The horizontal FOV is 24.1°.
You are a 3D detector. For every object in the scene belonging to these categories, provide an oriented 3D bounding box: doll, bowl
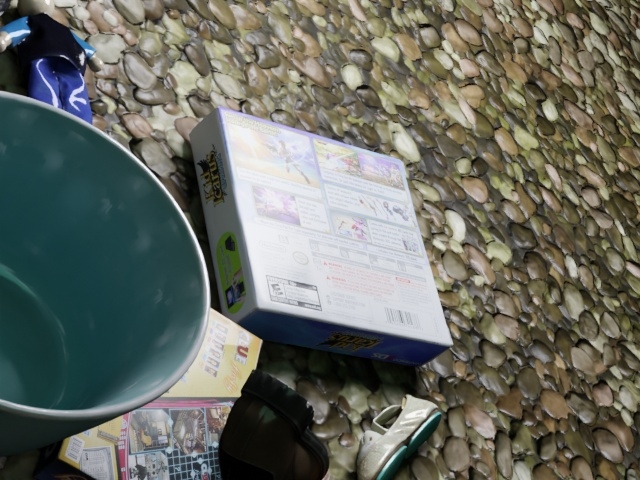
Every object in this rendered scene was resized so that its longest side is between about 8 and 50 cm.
[{"bbox_3d":[-0.270,-0.174,1.482,0.129,0.046,0.189,12,52,-40],"label":"doll"},{"bbox_3d":[-0.260,0.047,1.197,0.312,0.163,0.311,21,44,-21],"label":"bowl"}]

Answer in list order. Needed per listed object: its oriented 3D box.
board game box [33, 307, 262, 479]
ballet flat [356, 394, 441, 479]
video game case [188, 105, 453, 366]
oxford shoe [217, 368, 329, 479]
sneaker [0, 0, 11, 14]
[{"bbox_3d":[-0.147,0.147,1.345,0.165,0.042,0.243,34,40,-20],"label":"board game box"},{"bbox_3d":[0.066,0.207,1.516,0.052,0.057,0.168,29,30,17],"label":"ballet flat"},{"bbox_3d":[0.000,0.000,1.598,0.270,0.061,0.244,14,52,-38],"label":"video game case"},{"bbox_3d":[-0.051,0.192,1.322,0.083,0.227,0.096,26,72,20],"label":"oxford shoe"},{"bbox_3d":[-0.362,-0.240,1.416,0.121,0.111,0.300,25,40,-5],"label":"sneaker"}]
